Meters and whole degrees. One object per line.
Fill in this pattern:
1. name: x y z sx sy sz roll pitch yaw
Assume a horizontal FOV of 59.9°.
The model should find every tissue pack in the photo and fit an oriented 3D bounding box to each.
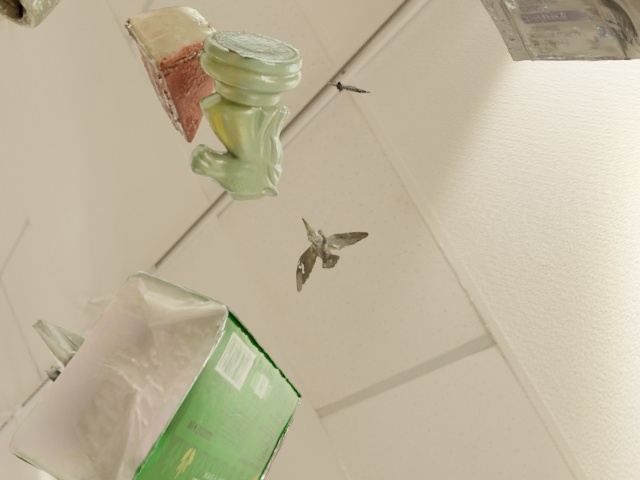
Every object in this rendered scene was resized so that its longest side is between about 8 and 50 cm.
1. tissue pack: -0.133 0.136 0.467 0.156 0.148 0.209 17 -25 23

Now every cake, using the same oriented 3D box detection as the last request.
1. cake: -0.279 -0.357 1.170 0.158 0.159 0.262 51 -15 17

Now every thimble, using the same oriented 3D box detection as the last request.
1. thimble: -0.465 -0.394 0.865 0.102 0.090 0.115 36 -20 -21

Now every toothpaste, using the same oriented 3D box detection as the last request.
1. toothpaste: 0.229 -0.191 0.453 0.282 0.068 0.099 -144 -141 -61

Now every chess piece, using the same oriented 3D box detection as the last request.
1. chess piece: -0.138 -0.202 0.987 0.175 0.175 0.298 35 -52 30

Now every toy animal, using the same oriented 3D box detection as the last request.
1. toy animal: 0.000 0.000 1.324 0.155 0.219 0.095 58 -4 8

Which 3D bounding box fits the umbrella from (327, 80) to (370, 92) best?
1. umbrella: 0.055 -0.313 1.142 0.149 0.022 0.022 38 -31 53
